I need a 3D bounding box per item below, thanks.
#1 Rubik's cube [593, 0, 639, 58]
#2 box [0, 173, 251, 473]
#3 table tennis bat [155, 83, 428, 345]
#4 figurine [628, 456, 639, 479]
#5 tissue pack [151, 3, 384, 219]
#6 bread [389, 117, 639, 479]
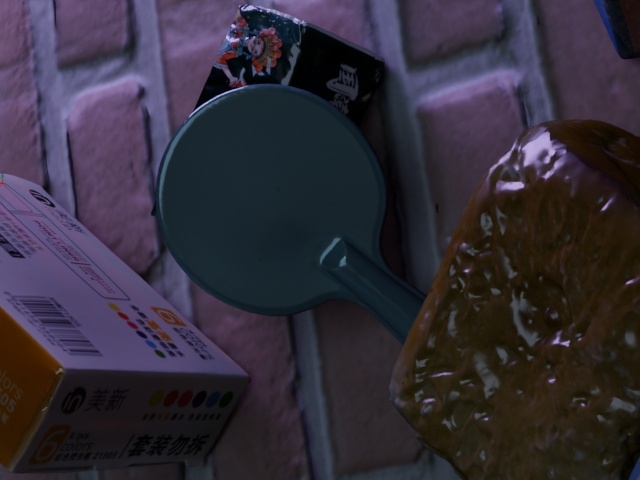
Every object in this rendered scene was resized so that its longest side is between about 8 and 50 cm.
[{"bbox_3d":[0.195,-0.303,1.105,0.229,0.228,0.233,32,145,-6],"label":"Rubik's cube"},{"bbox_3d":[-0.212,0.051,1.246,0.274,0.221,0.091,40,107,31],"label":"box"},{"bbox_3d":[0.000,0.000,1.167,0.244,0.040,0.153,40,93,-3],"label":"table tennis bat"},{"bbox_3d":[0.201,0.177,0.871,0.361,0.378,0.266,-46,40,21],"label":"figurine"},{"bbox_3d":[-0.036,-0.074,1.230,0.090,0.103,0.170,24,94,38],"label":"tissue pack"},{"bbox_3d":[0.171,0.063,1.048,0.195,0.176,0.246,43,119,39],"label":"bread"}]
